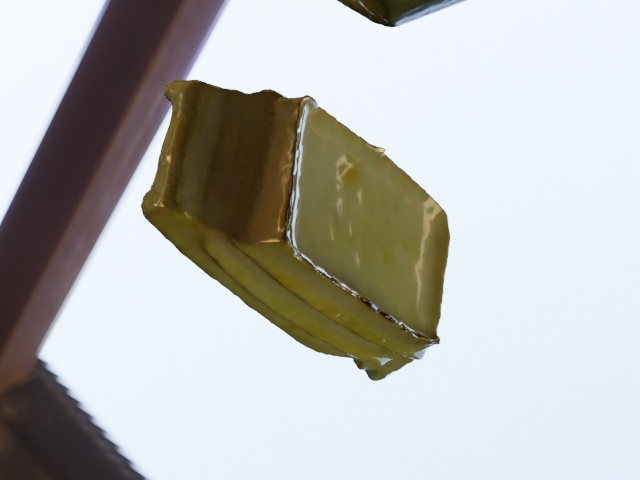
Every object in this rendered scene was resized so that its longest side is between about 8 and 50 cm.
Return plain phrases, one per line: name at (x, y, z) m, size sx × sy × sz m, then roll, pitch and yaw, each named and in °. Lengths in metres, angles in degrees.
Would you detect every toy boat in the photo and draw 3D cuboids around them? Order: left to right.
toy boat at (0.006, 0.000, 1.054) m, size 0.276 × 0.084 × 0.111 m, roll 42°, pitch -131°, yaw -54°

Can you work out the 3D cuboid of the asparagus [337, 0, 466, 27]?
asparagus at (0.116, -0.146, 0.732) m, size 0.278 × 0.067 × 0.060 m, roll -24°, pitch -130°, yaw 3°
